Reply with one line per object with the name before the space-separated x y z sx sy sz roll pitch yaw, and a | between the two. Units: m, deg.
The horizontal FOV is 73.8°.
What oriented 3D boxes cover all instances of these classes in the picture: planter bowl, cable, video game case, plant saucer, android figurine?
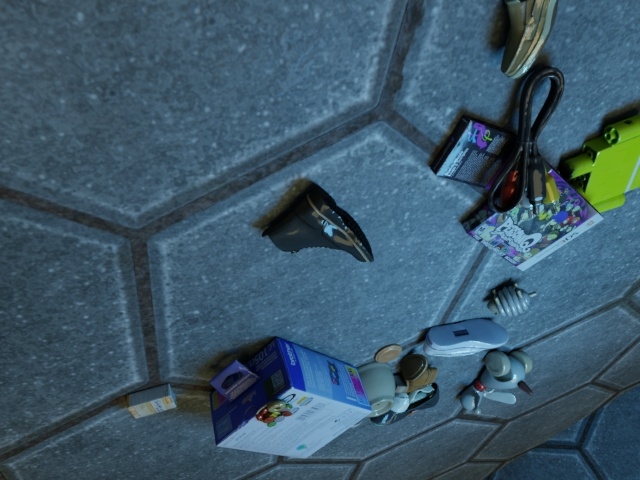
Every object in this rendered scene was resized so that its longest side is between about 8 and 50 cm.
planter bowl | 0.156 0.454 1.272 0.161 0.109 0.162 -11 135 -12
cable | 0.372 -0.162 0.788 0.139 0.072 0.288 -9 111 8
video game case | 0.466 -0.043 0.939 0.232 0.042 0.210 28 125 -30
plant saucer | 0.199 0.331 1.242 0.083 0.013 0.084 -12 134 -13
android figurine | 0.650 -0.163 0.933 0.272 0.056 0.248 -18 136 -3

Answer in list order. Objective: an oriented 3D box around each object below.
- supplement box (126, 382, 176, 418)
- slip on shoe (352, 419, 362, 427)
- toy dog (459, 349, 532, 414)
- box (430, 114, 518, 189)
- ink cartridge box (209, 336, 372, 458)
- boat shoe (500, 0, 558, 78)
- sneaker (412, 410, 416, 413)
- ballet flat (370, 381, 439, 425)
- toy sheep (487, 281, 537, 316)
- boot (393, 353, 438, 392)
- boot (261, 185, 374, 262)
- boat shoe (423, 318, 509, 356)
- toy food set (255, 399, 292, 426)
supplement box | -0.402 0.384 1.020 0.098 0.036 0.062 -14 136 -11
slip on shoe | 0.086 0.586 1.416 0.135 0.051 0.041 13 114 -25
toy dog | 0.633 0.527 1.506 0.220 0.161 0.334 -13 135 -11
box | 0.300 -0.161 0.804 0.162 0.029 0.116 7 127 -30
ink cartridge box | -0.092 0.411 1.095 0.270 0.151 0.395 -42 135 16
boat shoe | 0.298 -0.337 0.618 0.072 0.068 0.190 6 120 -12
sneaker | 0.268 0.607 1.501 0.175 0.064 0.067 -6 144 -14
ballet flat | 0.283 0.525 1.416 0.280 0.095 0.096 -7 125 -31
toy sheep | 0.525 0.165 1.171 0.132 0.091 0.091 -21 140 24
boot | 0.314 0.409 1.329 0.152 0.073 0.197 5 137 -29
boot | 0.000 0.000 0.808 0.137 0.077 0.198 -34 122 17
boat shoe | 0.422 0.291 1.254 0.257 0.095 0.084 2 136 -11
toy food set | -0.102 0.383 0.949 0.083 0.020 0.082 -35 133 9
